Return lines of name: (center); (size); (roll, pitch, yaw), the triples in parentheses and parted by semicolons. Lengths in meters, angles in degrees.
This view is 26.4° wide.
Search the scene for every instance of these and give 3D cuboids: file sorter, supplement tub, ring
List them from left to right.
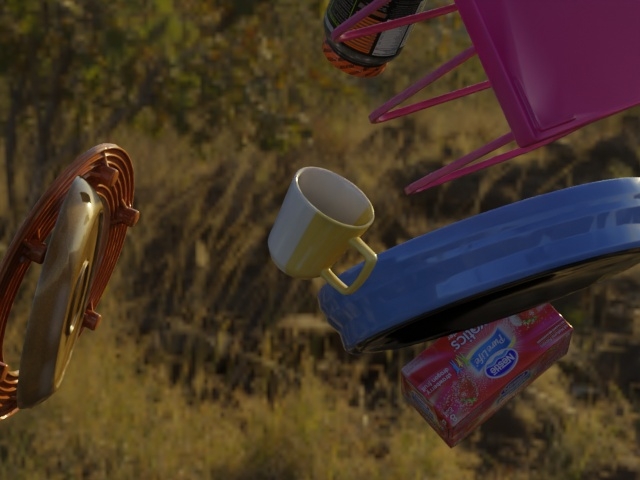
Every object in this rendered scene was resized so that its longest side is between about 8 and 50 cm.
ring: (-0.285, 0.051, 1.508); (0.032, 0.337, 0.336); (25, 21, 9)
supplement tub: (0.075, -0.312, 1.769); (0.117, 0.190, 0.117); (14, 44, -14)
file sorter: (0.116, -0.204, 1.056); (0.202, 0.291, 0.182); (-21, -4, -37)

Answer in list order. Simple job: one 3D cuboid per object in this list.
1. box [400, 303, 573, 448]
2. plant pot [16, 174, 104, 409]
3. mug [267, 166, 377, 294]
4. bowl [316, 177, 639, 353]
box: (0.262, 0.191, 2.153); (0.257, 0.122, 0.128); (-37, 68, -13)
plant pot: (-0.251, 0.054, 1.339); (0.032, 0.236, 0.236); (15, 16, -4)
mug: (-0.003, -0.002, 0.935); (0.062, 0.064, 0.078); (16, 34, -28)
bowl: (0.191, 0.037, 1.508); (0.391, 0.077, 0.391); (-17, -10, -3)
